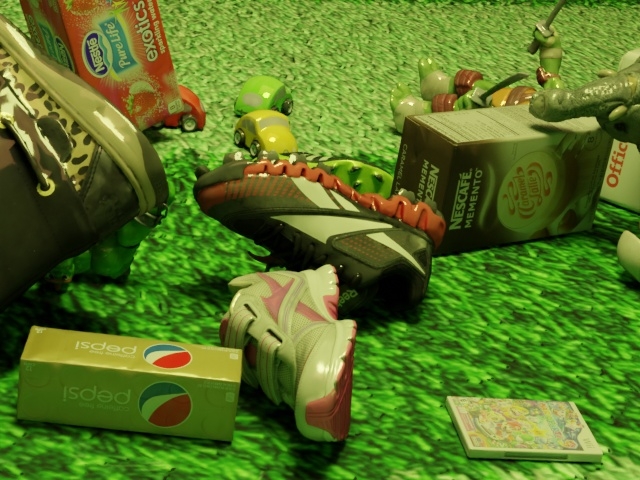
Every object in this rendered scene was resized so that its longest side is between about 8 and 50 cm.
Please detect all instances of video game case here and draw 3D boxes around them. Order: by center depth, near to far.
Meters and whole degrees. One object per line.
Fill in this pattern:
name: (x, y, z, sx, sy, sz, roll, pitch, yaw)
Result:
video game case: (0.179, 0.167, 1.256, 0.122, 0.011, 0.087, 4, 24, -11)

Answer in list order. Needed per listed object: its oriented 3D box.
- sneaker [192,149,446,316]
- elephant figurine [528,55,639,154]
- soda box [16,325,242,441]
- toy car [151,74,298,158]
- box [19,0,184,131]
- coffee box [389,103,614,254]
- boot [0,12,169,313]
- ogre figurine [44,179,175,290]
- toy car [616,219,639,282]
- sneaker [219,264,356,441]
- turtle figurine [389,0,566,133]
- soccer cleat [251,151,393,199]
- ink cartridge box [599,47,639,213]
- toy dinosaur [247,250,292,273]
sneaker: (0.000, 0.000, 1.402, 0.276, 0.097, 0.135, 17, 62, -24)
elephant figurine: (0.393, -0.161, 1.608, 0.239, 0.186, 0.169, -24, 18, 33)
soda box: (-0.158, 0.119, 1.182, 0.181, 0.061, 0.058, 7, 25, -5)
toy car: (-0.103, -0.180, 1.875, 0.239, 0.053, 0.225, 18, 26, 19)
box: (-0.272, -0.256, 1.711, 0.128, 0.257, 0.123, -30, 40, -24)
coffee box: (0.211, -0.076, 1.649, 0.246, 0.141, 0.098, -9, 30, -32)
boot: (-0.358, -0.067, 1.262, 0.377, 0.138, 0.284, 36, 66, 18)
ogre figurine: (-0.249, -0.020, 1.392, 0.197, 0.118, 0.097, -5, 32, -24)
toy car: (0.432, 0.013, 1.558, 0.136, 0.159, 0.182, 41, 6, -28)
sneaker: (-0.032, 0.099, 1.242, 0.111, 0.103, 0.252, 1, 19, -8)
turtle figurine: (0.229, -0.225, 1.873, 0.266, 0.197, 0.275, 4, -24, 33)
soccer cleat: (0.004, -0.080, 1.687, 0.179, 0.060, 0.072, 7, 23, 3)
ink cartridge box: (0.496, -0.113, 1.758, 0.273, 0.197, 0.114, 23, 26, 28)
toy dinosaur: (-0.020, 0.013, 1.457, 0.047, 0.090, 0.082, 23, 69, 36)
